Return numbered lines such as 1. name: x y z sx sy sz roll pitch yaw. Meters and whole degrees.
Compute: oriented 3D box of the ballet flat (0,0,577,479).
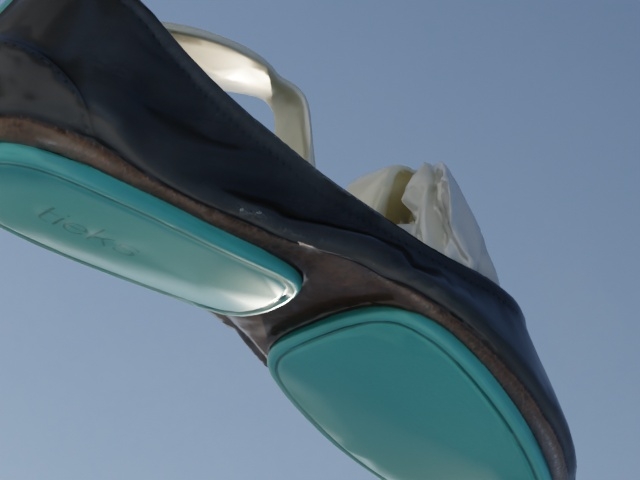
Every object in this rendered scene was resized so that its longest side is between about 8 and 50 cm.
1. ballet flat: 0.000 0.000 0.615 0.095 0.280 0.096 -15 -131 42
